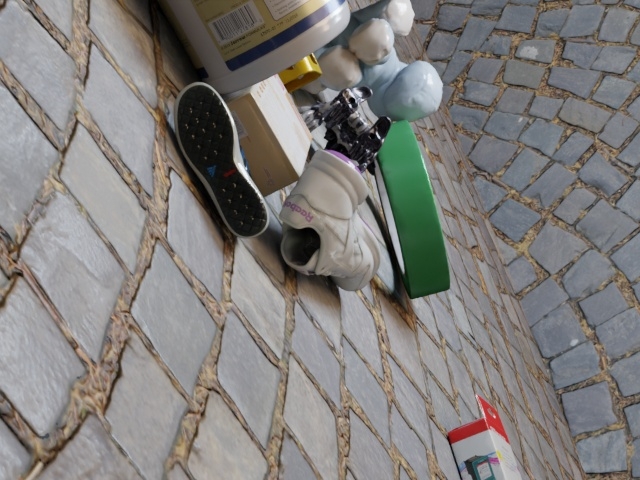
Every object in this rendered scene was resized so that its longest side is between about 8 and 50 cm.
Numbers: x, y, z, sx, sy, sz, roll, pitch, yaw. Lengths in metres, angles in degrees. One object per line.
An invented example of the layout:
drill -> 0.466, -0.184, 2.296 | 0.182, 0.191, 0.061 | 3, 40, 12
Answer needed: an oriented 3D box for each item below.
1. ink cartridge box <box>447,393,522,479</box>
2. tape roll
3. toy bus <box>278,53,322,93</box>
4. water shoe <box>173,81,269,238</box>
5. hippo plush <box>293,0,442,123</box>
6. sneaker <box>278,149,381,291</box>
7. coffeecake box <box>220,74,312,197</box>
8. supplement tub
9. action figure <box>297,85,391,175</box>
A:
ink cartridge box -> 0.296, 0.400, 1.993 | 0.134, 0.078, 0.231 | 42, 27, -56
tape roll -> 0.159, -0.056, 2.072 | 0.321, 0.077, 0.321 | -14, 90, -89
toy bus -> -0.074, -0.338, 1.858 | 0.202, 0.104, 0.191 | 52, 20, -40
water shoe -> -0.128, -0.095, 1.406 | 0.080, 0.073, 0.203 | 180, -112, -83
hippo plush -> 0.090, -0.298, 2.119 | 0.236, 0.234, 0.294 | 52, -20, -25
sneaker -> 0.000, 0.000, 1.619 | 0.114, 0.152, 0.305 | 29, -22, 26
coffeecake box -> -0.080, -0.165, 1.635 | 0.142, 0.068, 0.185 | 60, 16, -18
supplement tub -> -0.124, -0.381, 1.522 | 0.316, 0.228, 0.228 | 61, 16, -16
action figure -> 0.027, -0.168, 1.889 | 0.164, 0.141, 0.275 | 57, -11, 1
